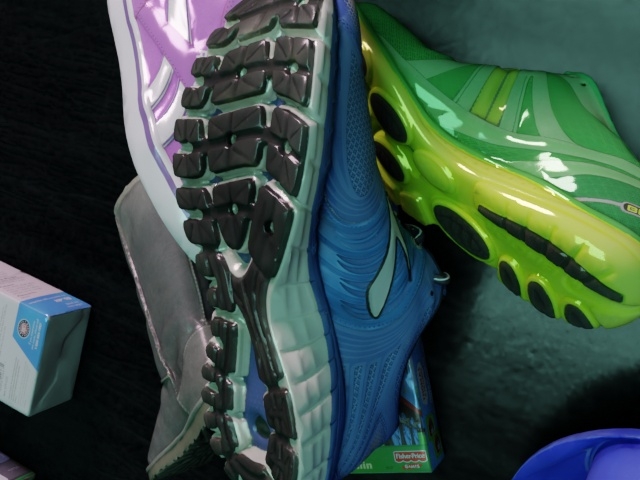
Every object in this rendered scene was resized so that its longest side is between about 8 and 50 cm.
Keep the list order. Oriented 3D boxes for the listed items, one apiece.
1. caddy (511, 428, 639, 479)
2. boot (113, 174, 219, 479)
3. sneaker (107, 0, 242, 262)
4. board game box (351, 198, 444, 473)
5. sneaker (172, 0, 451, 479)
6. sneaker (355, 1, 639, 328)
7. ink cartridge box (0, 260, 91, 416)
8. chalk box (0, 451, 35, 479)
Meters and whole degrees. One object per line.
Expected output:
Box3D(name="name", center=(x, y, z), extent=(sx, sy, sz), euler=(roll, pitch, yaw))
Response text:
Box3D(name="caddy", center=(0.242, 0.270, 0.439), extent=(0.341, 0.179, 0.241), euler=(44, 135, 14))
Box3D(name="boot", center=(-0.126, 0.072, 0.620), extent=(0.208, 0.076, 0.189), euler=(58, 133, 22))
Box3D(name="sneaker", center=(-0.057, -0.117, 0.548), extent=(0.161, 0.102, 0.282), euler=(-23, 75, 20))
Box3D(name="board game box", center=(0.000, 0.077, 0.597), extent=(0.160, 0.039, 0.211), euler=(-10, 91, 26))
Box3D(name="sneaker", center=(0.000, 0.000, 0.489), extent=(0.130, 0.147, 0.330), euler=(15, 111, 45))
Box3D(name="sneaker", center=(0.114, -0.065, 0.503), extent=(0.295, 0.123, 0.109), euler=(46, 154, 27))
Box3D(name="ink cartridge box", center=(-0.318, 0.080, 0.729), extent=(0.180, 0.060, 0.104), euler=(22, 106, 20))
Box3D(name="chalk box", center=(-0.386, 0.274, 0.746), extent=(0.132, 0.132, 0.213), euler=(22, 104, 21))
